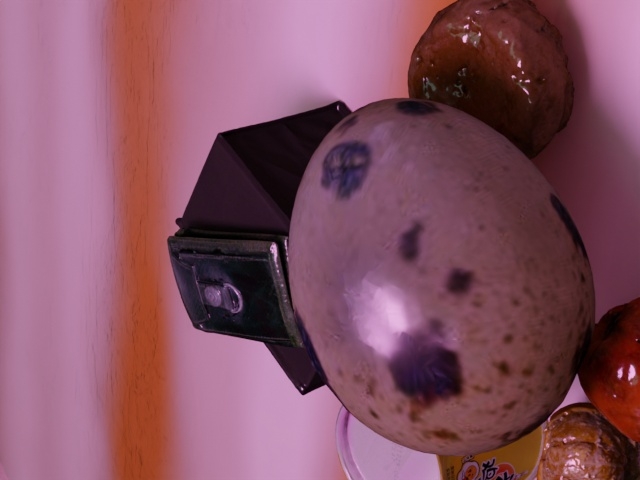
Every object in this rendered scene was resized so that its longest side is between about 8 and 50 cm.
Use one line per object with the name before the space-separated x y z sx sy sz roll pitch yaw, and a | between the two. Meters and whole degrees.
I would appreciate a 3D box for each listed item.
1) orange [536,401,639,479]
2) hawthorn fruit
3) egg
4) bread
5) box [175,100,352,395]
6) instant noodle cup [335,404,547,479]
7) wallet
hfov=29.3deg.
orange | 0.346 0.287 1.575 0.134 0.156 0.156 1 110 7
hawthorn fruit | 0.397 0.154 1.450 0.173 0.173 0.179 -36 71 48
egg | 0.132 0.039 1.426 0.345 0.345 0.428 -25 87 50
bread | 0.222 -0.201 1.545 0.230 0.123 0.230 18 116 41
box | 0.000 0.001 1.769 0.345 0.251 0.204 51 135 22
instant noodle cup | 0.160 0.277 1.734 0.264 0.200 0.264 21 120 41
wallet | -0.117 0.065 1.695 0.236 0.055 0.160 5 114 47
